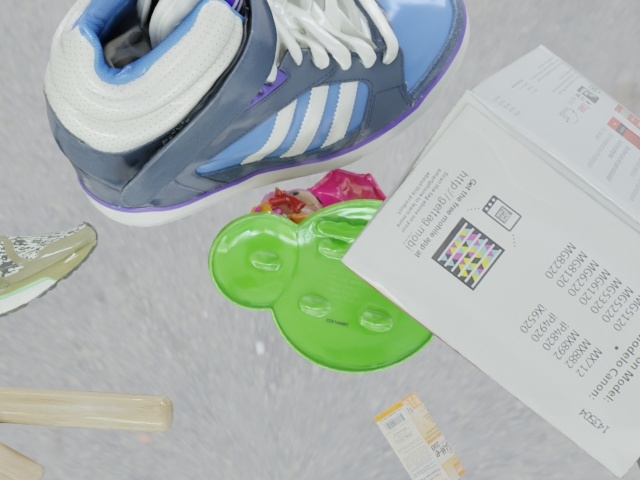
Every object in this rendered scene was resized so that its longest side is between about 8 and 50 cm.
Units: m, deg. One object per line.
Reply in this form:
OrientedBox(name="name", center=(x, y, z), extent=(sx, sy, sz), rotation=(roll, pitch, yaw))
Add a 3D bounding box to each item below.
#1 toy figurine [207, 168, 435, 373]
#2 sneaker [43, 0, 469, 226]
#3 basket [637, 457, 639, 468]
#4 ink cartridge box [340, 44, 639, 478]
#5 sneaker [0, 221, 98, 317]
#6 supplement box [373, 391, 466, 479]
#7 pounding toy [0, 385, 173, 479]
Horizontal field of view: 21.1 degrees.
OrientedBox(name="toy figurine", center=(0.000, 0.000, 1.244), extent=(0.173, 0.159, 0.130), rotation=(13, 110, -11))
OrientedBox(name="sneaker", center=(-0.032, -0.140, 1.149), extent=(0.323, 0.236, 0.130), rotation=(-27, 68, -12))
OrientedBox(name="basket", center=(0.380, 0.156, 1.787), extent=(0.154, 0.204, 0.227), rotation=(-34, 116, -29))
OrientedBox(name="ink cartridge box", center=(0.187, 0.018, 1.079), extent=(0.272, 0.309, 0.130), rotation=(38, 108, 6))
OrientedBox(name="sneaker", center=(-0.444, 0.009, 1.860), extent=(0.410, 0.158, 0.182), rotation=(-14, 98, -19))
OrientedBox(name="supplement box", center=(0.101, 0.206, 1.730), extent=(0.036, 0.062, 0.098), rotation=(-34, 84, 17))
OrientedBox(name="pounding toy", center=(-0.141, 0.067, 0.520), extent=(0.130, 0.141, 0.100), rotation=(31, 71, -19))
